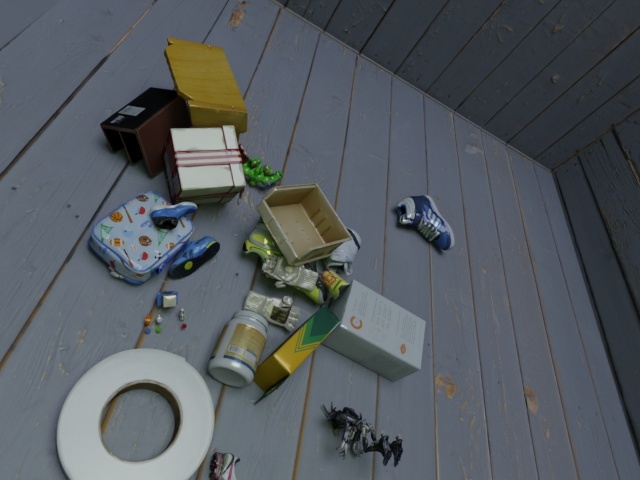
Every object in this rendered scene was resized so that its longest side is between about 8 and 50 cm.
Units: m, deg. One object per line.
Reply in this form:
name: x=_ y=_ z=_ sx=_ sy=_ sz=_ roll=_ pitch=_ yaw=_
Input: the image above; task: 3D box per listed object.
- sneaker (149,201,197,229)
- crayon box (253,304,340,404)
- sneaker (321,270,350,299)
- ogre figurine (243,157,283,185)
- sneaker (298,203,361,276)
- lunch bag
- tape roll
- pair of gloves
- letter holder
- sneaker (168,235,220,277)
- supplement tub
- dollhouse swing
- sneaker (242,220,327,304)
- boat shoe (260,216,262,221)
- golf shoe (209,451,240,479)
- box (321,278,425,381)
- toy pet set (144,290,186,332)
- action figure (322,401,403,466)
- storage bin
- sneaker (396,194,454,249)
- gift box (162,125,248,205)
sneaker: x=-0.468 y=-0.075 z=1.427 sx=0.152 sy=0.058 sz=0.085 roll=-8 pitch=61 yaw=-37
crayon box: x=-0.095 y=0.361 z=1.406 sx=0.083 sy=0.203 sz=0.323 roll=47 pitch=46 yaw=4
sneaker: x=0.043 y=0.156 z=1.625 sx=0.081 sy=0.208 sz=0.094 roll=-45 pitch=98 yaw=-8
ogre figurine: x=-0.262 y=-0.289 z=1.838 sx=0.197 sy=0.097 sz=0.118 roll=42 pitch=33 yaw=-17
sneaker: x=0.000 y=0.000 z=1.772 sx=0.365 sy=0.137 sz=0.210 roll=29 pitch=45 yaw=-17
lunch bag: x=-0.572 y=-0.007 z=1.420 sx=0.243 sy=0.115 sz=0.303 roll=41 pitch=45 yaw=-5
tape roll: x=-0.476 y=0.482 z=1.161 sx=0.392 sy=0.072 sz=0.392 roll=17 pitch=52 yaw=-22
pair of gloves: x=-0.135 y=0.177 z=1.538 sx=0.204 sy=0.042 sz=0.240 roll=29 pitch=82 yaw=-12
letter holder: x=-0.636 y=-0.408 z=1.657 sx=0.152 sy=0.214 sz=0.302 roll=12 pitch=46 yaw=15
sneaker: x=-0.445 y=0.053 z=1.502 sx=0.082 sy=0.069 sz=0.209 roll=28 pitch=48 yaw=25
supplement tub: x=-0.250 y=0.334 z=1.364 sx=0.144 sy=0.144 sz=0.200 roll=29 pitch=48 yaw=-13
dollhouse swing: x=-0.465 y=-0.536 z=1.729 sx=0.315 sy=0.305 sz=0.347 roll=-6 pitch=63 yaw=-37
sneaker: x=-0.130 y=0.106 z=1.640 sx=0.147 sy=0.145 sz=0.385 roll=-44 pitch=94 yaw=-10
boat shoe: x=-0.159 y=-0.026 z=1.733 sx=0.228 sy=0.069 sz=0.081 roll=44 pitch=44 yaw=1
golf shoe: x=-0.256 y=0.670 z=1.174 sx=0.086 sy=0.067 sz=0.186 roll=19 pitch=50 yaw=-24
box: x=0.199 y=0.340 z=1.640 sx=0.345 sy=0.168 sz=0.215 roll=31 pitch=47 yaw=-12
toy pet set: x=-0.486 y=0.219 z=1.367 sx=0.122 sy=0.065 sz=0.114 roll=-1 pitch=94 yaw=-31
action figure: x=0.112 y=0.621 z=1.388 sx=0.164 sy=0.275 sz=0.141 roll=24 pitch=83 yaw=-50
storage bin: x=-0.061 y=-0.062 z=1.588 sx=0.260 sy=0.123 sz=0.262 roll=-13 pitch=67 yaw=-52
sneaker: x=0.500 y=-0.072 z=2.178 sx=0.236 sy=0.130 sz=0.323 roll=-16 pitch=73 yaw=-29
gift box: x=-0.408 y=-0.242 z=1.585 sx=0.258 sy=0.255 sz=0.276 roll=-11 pitch=89 yaw=-28
